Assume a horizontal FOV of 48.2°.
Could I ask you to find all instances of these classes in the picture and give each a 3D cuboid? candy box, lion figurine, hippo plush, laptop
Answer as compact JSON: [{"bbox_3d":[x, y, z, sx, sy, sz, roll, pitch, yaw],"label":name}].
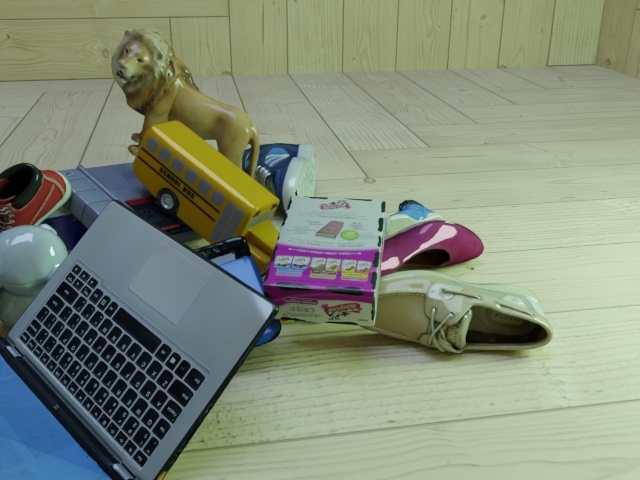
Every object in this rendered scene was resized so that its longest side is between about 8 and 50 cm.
[{"bbox_3d":[0.014,0.024,1.086,0.159,0.071,0.233,4,37,8],"label":"candy box"},{"bbox_3d":[-0.256,-0.253,1.472,0.392,0.240,0.142,24,23,-15],"label":"lion figurine"},{"bbox_3d":[-0.526,0.024,1.101,0.237,0.294,0.234,-7,41,-38],"label":"hippo plush"},{"bbox_3d":[-0.340,0.123,0.844,0.382,0.236,0.407,29,79,38],"label":"laptop"}]

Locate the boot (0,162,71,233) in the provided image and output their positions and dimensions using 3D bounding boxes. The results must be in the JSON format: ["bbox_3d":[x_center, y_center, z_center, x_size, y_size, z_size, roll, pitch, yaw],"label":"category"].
[{"bbox_3d":[-0.548,-0.032,1.210,0.088,0.244,0.176,42,0,2],"label":"boot"}]

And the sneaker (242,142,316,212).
[{"bbox_3d":[-0.140,-0.135,1.655,0.237,0.130,0.322,-5,26,8],"label":"sneaker"}]

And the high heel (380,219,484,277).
[{"bbox_3d":[0.146,0.060,1.282,0.378,0.127,0.181,3,65,-23],"label":"high heel"}]

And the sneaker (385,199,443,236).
[{"bbox_3d":[0.177,-0.047,1.511,0.152,0.058,0.084,-9,31,-31],"label":"sneaker"}]

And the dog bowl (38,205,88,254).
[{"bbox_3d":[-0.559,-0.042,1.437,0.265,0.104,0.265,0,23,0],"label":"dog bowl"}]

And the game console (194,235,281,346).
[{"bbox_3d":[-0.235,0.117,1.120,0.293,0.173,0.250,-17,-4,-13],"label":"game console"}]

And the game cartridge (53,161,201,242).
[{"bbox_3d":[-0.329,-0.081,1.434,0.230,0.068,0.355,34,27,22],"label":"game cartridge"}]

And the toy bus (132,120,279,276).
[{"bbox_3d":[-0.196,-0.077,1.347,0.333,0.130,0.108,38,29,13],"label":"toy bus"}]

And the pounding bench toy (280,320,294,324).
[{"bbox_3d":[-0.089,0.106,1.166,0.083,0.052,0.065,-6,25,-15],"label":"pounding bench toy"}]

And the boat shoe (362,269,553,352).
[{"bbox_3d":[0.197,0.117,1.084,0.303,0.109,0.098,5,22,-3],"label":"boat shoe"}]
